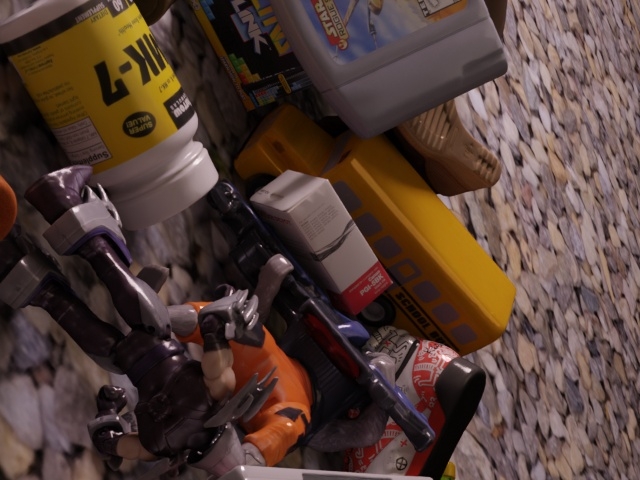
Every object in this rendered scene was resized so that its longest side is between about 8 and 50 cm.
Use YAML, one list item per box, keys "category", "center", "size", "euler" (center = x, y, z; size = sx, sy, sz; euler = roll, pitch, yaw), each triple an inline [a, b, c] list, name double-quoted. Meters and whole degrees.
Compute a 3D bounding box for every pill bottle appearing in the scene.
- category: "pill bottle"
  center: [-0.181, -0.121, 1.069]
  size: [0.208, 0.119, 0.119]
  euler: [61, 34, -19]

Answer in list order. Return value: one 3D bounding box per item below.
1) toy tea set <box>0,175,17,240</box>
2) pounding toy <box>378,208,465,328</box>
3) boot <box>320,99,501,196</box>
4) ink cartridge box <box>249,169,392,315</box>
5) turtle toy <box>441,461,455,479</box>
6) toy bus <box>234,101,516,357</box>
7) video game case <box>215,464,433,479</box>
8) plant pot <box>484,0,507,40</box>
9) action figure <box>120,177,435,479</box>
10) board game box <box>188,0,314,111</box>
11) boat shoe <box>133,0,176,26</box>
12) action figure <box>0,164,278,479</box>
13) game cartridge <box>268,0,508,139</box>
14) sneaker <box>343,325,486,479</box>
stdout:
- category: "toy tea set"
  center: [-0.347, -0.090, 0.811]
  size: [0.200, 0.124, 0.336]
  euler: [-43, 138, -19]
- category: "pounding toy"
  center: [0.159, 0.046, 1.531]
  size: [0.237, 0.110, 0.183]
  euler: [-17, 91, -58]
- category: "boot"
  center: [0.069, -0.130, 1.394]
  size: [0.248, 0.207, 0.090]
  euler: [43, 64, -39]
- category: "ink cartridge box"
  center: [0.000, 0.000, 1.238]
  size: [0.056, 0.099, 0.135]
  euler: [-40, 114, -15]
- category: "turtle toy"
  center: [0.118, 0.296, 1.391]
  size: [0.130, 0.066, 0.095]
  euler: [37, 48, -45]
- category: "toy bus"
  center: [0.061, -0.013, 1.342]
  size: [0.333, 0.130, 0.108]
  euler: [48, 38, -17]
- category: "video game case"
  center: [-0.048, 0.253, 1.030]
  size: [0.285, 0.204, 0.025]
  euler: [19, 40, -53]
- category: "plant pot"
  center: [0.101, -0.322, 1.470]
  size: [0.280, 0.323, 0.323]
  euler: [53, 34, -59]
- category: "action figure"
  center: [-0.071, 0.104, 1.160]
  size: [0.341, 0.178, 0.330]
  euler: [52, 18, 23]
- category: "board game box"
  center: [-0.054, -0.238, 1.300]
  size: [0.170, 0.141, 0.048]
  euler: [61, 35, -17]
- category: "boat shoe"
  center: [-0.221, -0.351, 1.140]
  size: [0.104, 0.110, 0.307]
  euler: [-66, 141, -51]
- category: "action figure"
  center: [-0.142, 0.077, 0.955]
  size: [0.285, 0.185, 0.099]
  euler: [50, 10, 6]
- category: "game cartridge"
  center: [0.046, -0.263, 1.222]
  size: [0.198, 0.062, 0.297]
  euler: [-28, 98, -18]
- category: "sneaker"
  center: [0.055, 0.224, 1.307]
  size: [0.270, 0.145, 0.090]
  euler: [-61, 149, -2]
